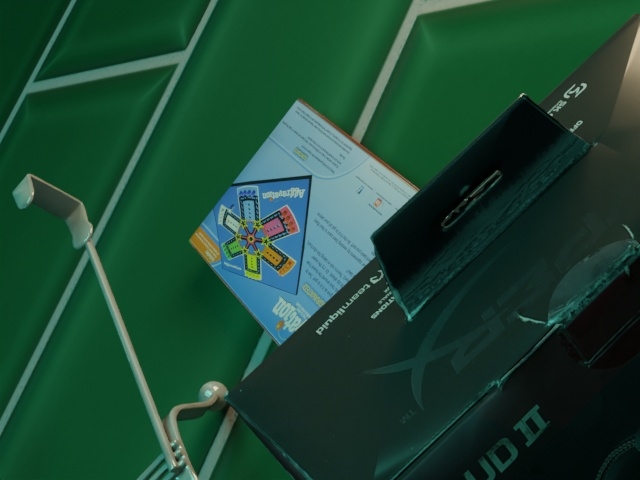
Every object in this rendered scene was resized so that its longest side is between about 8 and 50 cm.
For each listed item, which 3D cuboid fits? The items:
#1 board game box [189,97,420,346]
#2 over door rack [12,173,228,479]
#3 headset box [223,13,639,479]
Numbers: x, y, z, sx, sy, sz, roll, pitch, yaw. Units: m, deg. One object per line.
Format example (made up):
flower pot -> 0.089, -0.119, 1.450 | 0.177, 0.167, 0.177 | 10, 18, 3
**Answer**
board game box -> 0.000, 0.000, 1.132 | 0.145, 0.027, 0.281 | -51, 31, 3
over door rack -> -0.193, 0.145, 1.148 | 0.239, 0.108, 0.324 | -46, 53, 15
headset box -> 0.124, 0.077, 0.592 | 0.218, 0.293, 0.110 | -43, 30, -8
